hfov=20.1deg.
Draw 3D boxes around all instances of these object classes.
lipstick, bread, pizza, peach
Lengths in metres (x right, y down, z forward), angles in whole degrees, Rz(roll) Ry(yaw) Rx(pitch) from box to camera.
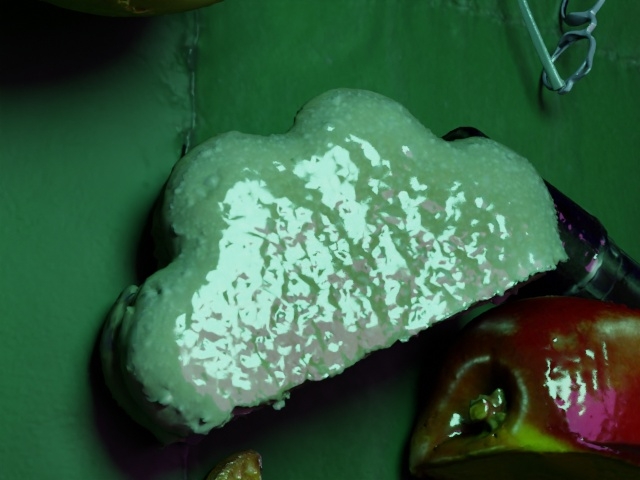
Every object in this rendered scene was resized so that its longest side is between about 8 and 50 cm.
[{"bbox_3d":[0.195,0.022,1.369,0.299,0.081,0.081,37,57,-23],"label":"lipstick"},{"bbox_3d":[-0.001,0.004,1.187,0.337,0.102,0.183,-22,79,-28],"label":"bread"},{"bbox_3d":[-0.062,0.166,1.168,0.037,0.016,0.083,49,49,-15],"label":"pizza"},{"bbox_3d":[0.210,0.128,1.304,0.267,0.154,0.159,27,61,-29],"label":"peach"}]

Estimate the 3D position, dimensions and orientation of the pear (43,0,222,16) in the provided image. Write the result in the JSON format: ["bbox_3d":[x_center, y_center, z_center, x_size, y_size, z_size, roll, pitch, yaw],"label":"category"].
[{"bbox_3d":[-0.118,-0.303,1.052,0.348,0.348,0.348,12,70,-36],"label":"pear"}]

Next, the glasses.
[{"bbox_3d":[0.173,-0.196,1.429,0.104,0.062,0.140,35,57,-24],"label":"glasses"}]
